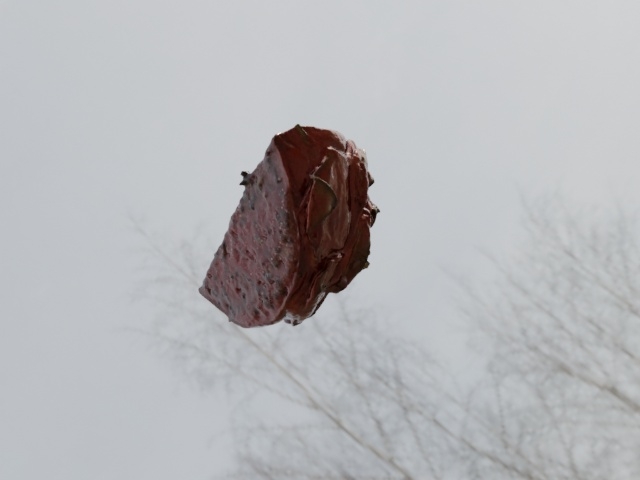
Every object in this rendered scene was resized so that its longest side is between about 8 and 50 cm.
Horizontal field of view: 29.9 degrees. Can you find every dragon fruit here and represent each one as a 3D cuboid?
[{"bbox_3d":[0.000,0.000,0.763,0.106,0.083,0.162,-16,-34,-37],"label":"dragon fruit"}]
